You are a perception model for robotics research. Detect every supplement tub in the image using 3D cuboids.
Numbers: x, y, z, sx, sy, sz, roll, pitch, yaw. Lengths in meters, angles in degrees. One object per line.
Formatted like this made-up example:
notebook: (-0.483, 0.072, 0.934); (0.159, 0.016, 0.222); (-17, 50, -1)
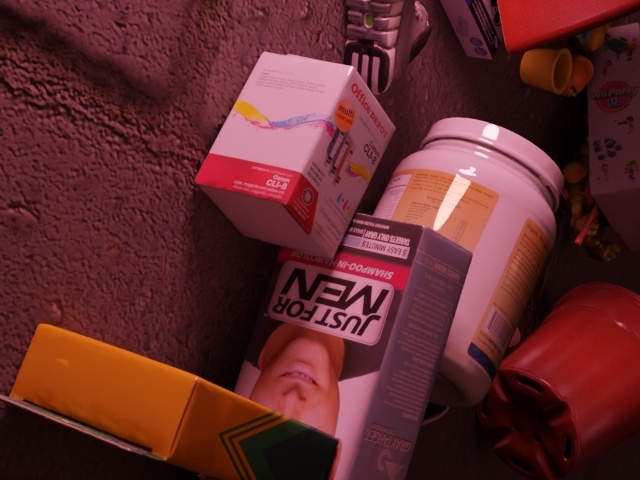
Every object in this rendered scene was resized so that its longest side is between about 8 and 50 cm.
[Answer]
supplement tub: (0.162, 0.026, 1.609); (0.316, 0.228, 0.228); (-62, 145, -18)

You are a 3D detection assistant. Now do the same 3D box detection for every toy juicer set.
toy juicer set: (0.418, -0.375, 1.962); (0.209, 0.089, 0.329); (12, 92, -57)

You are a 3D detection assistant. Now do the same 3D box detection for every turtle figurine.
turtle figurine: (0.442, -0.058, 2.110); (0.217, 0.087, 0.270); (53, 36, -44)

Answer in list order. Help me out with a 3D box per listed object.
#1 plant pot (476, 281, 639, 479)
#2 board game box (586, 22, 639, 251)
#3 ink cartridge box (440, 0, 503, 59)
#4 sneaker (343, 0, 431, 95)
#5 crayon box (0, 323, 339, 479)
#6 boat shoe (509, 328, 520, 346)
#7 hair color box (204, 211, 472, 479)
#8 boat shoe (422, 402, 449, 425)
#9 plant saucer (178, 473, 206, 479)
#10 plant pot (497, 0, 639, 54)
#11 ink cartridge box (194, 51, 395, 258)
plant pot: (0.409, 0.243, 2.058); (0.265, 0.272, 0.273); (-28, 125, -40)
board game box: (0.512, -0.166, 2.083); (0.224, 0.097, 0.303); (44, 44, -53)
ink cartridge box: (0.200, -0.344, 1.688); (0.097, 0.046, 0.207); (-63, 145, -19)
sneaker: (0.089, -0.297, 1.521); (0.132, 0.086, 0.229); (-32, 138, -52)
crayon box: (-0.147, 0.168, 1.225); (0.323, 0.203, 0.083); (34, 74, -56)
boat shoe: (0.287, 0.114, 2.006); (0.046, 0.038, 0.125); (-25, 128, 2)
hair color box: (0.015, 0.159, 1.402); (0.113, 0.185, 0.375); (26, 79, -50)
boat shoe: (0.088, 0.220, 1.703); (0.267, 0.088, 0.096); (13, 92, -57)
plant saucer: (-0.157, 0.425, 1.457); (0.310, 0.050, 0.311); (-27, 124, -48)
plant pot: (0.380, -0.414, 1.681); (0.267, 0.235, 0.267); (-29, 110, -56)
ink cartridge box: (-0.024, -0.095, 1.376); (0.128, 0.127, 0.176); (49, 61, -51)
